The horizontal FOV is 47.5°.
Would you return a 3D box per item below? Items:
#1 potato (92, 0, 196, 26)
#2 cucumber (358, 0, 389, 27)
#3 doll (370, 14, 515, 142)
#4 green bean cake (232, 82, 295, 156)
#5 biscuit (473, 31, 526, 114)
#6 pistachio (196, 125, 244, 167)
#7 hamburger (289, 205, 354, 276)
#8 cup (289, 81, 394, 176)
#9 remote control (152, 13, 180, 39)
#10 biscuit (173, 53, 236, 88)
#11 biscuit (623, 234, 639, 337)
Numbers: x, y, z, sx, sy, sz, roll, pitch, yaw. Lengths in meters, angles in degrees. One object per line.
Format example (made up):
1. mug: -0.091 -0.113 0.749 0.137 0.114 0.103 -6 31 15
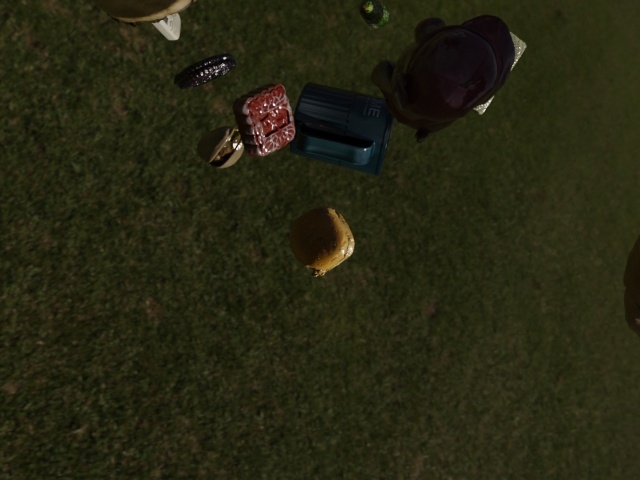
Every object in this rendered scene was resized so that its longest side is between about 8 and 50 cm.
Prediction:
1. potato: -0.360 -0.555 1.396 0.242 0.286 0.242 -17 90 -74
2. cucumber: 0.136 -0.583 1.865 0.069 0.069 0.227 66 16 -4
3. doll: 0.179 -0.248 1.080 0.152 0.196 0.256 45 0 -7
4. green bean cake: -0.116 -0.258 1.562 0.135 0.056 0.135 -40 124 -43
5. biscuit: 0.388 -0.411 1.717 0.121 0.199 0.040 32 2 -15
6. pistachio: -0.251 -0.240 1.864 0.113 0.149 0.113 22 57 -39
7. hamburger: 0.000 0.000 1.661 0.083 0.138 0.147 13 49 -61
8. cup: 0.061 -0.319 2.209 0.292 0.242 0.307 15 59 5
9. remote control: -0.438 -0.615 1.920 0.230 0.049 0.090 46 45 -69
10. biscuit: -0.338 -0.496 2.134 0.194 0.195 0.053 -35 103 -53
11. biscuit: 0.609 0.007 0.931 0.429 0.446 0.104 27 34 -33
